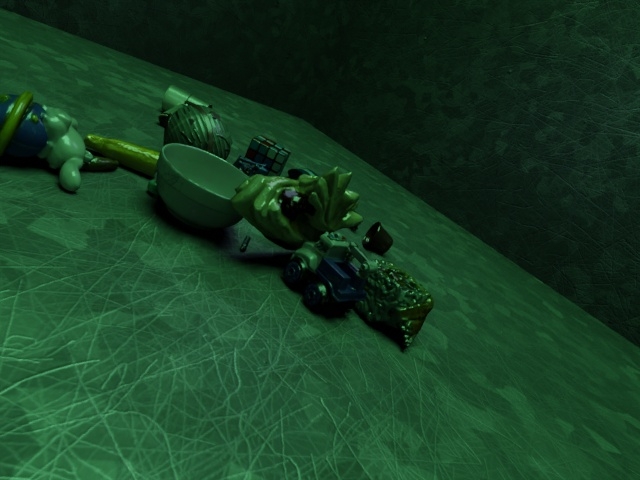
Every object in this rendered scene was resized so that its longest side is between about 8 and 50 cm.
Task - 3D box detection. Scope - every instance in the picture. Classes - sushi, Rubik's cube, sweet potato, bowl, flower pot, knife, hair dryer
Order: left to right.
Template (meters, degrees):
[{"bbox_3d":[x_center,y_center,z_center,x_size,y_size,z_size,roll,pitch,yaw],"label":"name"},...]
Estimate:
[{"bbox_3d":[-0.599,-0.212,1.317,0.041,0.038,0.153,27,16,10],"label":"sweet potato"},{"bbox_3d":[-0.457,-0.174,1.439,0.063,0.035,0.260,24,14,-5],"label":"knife"},{"bbox_3d":[-0.628,-0.562,2.099,0.203,0.128,0.362,26,27,-6],"label":"hair dryer"},{"bbox_3d":[-0.321,-0.129,1.309,0.286,0.144,0.287,27,20,-11],"label":"bowl"},{"bbox_3d":[-0.224,-0.320,1.938,0.151,0.154,0.155,28,19,-4],"label":"Rubik's cube"},{"bbox_3d":[0.228,-0.003,1.835,0.089,0.111,0.111,35,17,-12],"label":"flower pot"},{"bbox_3d":[0.196,0.155,1.303,0.184,0.140,0.274,10,20,-39],"label":"sushi"}]

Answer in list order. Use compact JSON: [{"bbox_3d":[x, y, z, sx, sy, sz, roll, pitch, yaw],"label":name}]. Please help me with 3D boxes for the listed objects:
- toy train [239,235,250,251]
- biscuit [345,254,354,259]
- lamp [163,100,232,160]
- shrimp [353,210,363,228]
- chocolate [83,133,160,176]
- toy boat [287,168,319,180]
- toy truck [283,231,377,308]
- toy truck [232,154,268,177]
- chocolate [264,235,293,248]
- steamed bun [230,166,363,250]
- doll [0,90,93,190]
[{"bbox_3d":[-0.207,0.009,1.317,0.017,0.017,0.083,24,20,-8],"label":"toy train"},{"bbox_3d":[-0.004,-0.001,1.604,0.249,0.032,0.133,34,21,13],"label":"biscuit"},{"bbox_3d":[-0.423,-0.345,1.633,0.233,0.233,0.265,3,45,-51],"label":"lamp"},{"bbox_3d":[0.062,-0.136,1.995,0.177,0.075,0.289,7,27,-29],"label":"shrimp"},{"bbox_3d":[-0.581,-0.260,1.410,0.219,0.086,0.086,20,20,-17],"label":"chocolate"},{"bbox_3d":[-0.076,-0.266,2.104,0.061,0.096,0.299,4,21,-26],"label":"toy boat"},{"bbox_3d":[0.028,0.073,1.230,0.161,0.177,0.213,5,30,-46],"label":"toy truck"},{"bbox_3d":[-0.245,-0.219,1.688,0.113,0.126,0.208,13,23,-38],"label":"toy truck"},{"bbox_3d":[-0.102,-0.066,1.485,0.156,0.133,0.156,23,21,-9],"label":"chocolate"},{"bbox_3d":[-0.019,-0.083,1.306,0.189,0.247,0.428,22,-8,33],"label":"steamed bun"},{"bbox_3d":[-0.680,-0.282,1.176,0.242,0.160,0.311,17,26,-24],"label":"doll"}]
